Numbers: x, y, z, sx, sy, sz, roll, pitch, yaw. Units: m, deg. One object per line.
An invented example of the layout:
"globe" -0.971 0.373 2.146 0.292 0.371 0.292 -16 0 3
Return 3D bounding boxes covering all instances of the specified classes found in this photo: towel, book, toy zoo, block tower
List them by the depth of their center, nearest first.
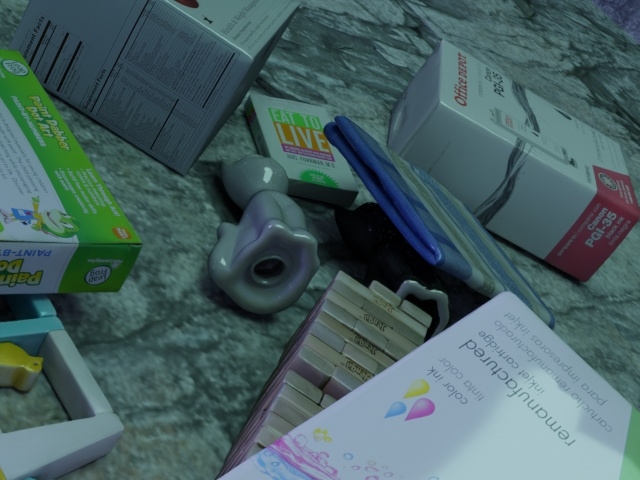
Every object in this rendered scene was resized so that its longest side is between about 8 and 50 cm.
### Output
"toy zoo" -0.253 0.067 0.683 0.192 0.030 0.293 -3 46 -46
"block tower" -0.006 0.143 0.757 0.091 0.097 0.335 33 28 -2
"towel" 0.125 -0.009 1.076 0.285 0.034 0.209 27 23 -54
"book" -0.024 -0.097 1.150 0.096 0.035 0.144 10 39 -29

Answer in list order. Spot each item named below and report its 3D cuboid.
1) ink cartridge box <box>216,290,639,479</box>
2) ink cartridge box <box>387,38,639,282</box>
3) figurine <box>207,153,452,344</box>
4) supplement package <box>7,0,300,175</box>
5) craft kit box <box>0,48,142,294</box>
"ink cartridge box" 0.025 0.199 0.501 0.353 0.119 0.207 -30 61 -29
"ink cartridge box" 0.233 -0.101 1.316 0.283 0.117 0.207 29 30 -10
"figurine" 0.000 0.000 0.989 0.215 0.092 0.209 23 24 -18
"supplement package" -0.158 -0.208 1.055 0.203 0.149 0.194 32 30 -5
"craft kit box" -0.287 -0.062 0.756 0.246 0.061 0.250 -1 42 -42
